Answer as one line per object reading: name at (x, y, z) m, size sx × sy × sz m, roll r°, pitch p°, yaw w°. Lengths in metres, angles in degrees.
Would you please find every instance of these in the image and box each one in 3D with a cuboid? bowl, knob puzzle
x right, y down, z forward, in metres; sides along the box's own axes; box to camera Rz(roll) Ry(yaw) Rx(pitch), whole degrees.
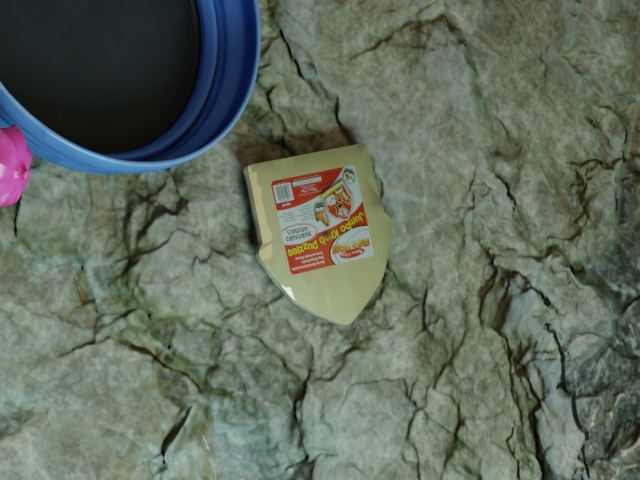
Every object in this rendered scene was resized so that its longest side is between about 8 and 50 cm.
bowl at (-0.231, -0.250, 1.918) m, size 0.391 × 0.077 × 0.391 m, roll 17°, pitch 65°, yaw -40°
knob puzzle at (0.000, 0.000, 2.117) m, size 0.213 × 0.030 × 0.213 m, roll 7°, pitch 78°, yaw -37°

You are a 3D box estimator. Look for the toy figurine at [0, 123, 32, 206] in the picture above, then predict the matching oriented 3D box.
toy figurine at (-0.343, -0.075, 1.787) m, size 0.173 × 0.159 × 0.130 m, roll 26°, pitch 68°, yaw -31°
